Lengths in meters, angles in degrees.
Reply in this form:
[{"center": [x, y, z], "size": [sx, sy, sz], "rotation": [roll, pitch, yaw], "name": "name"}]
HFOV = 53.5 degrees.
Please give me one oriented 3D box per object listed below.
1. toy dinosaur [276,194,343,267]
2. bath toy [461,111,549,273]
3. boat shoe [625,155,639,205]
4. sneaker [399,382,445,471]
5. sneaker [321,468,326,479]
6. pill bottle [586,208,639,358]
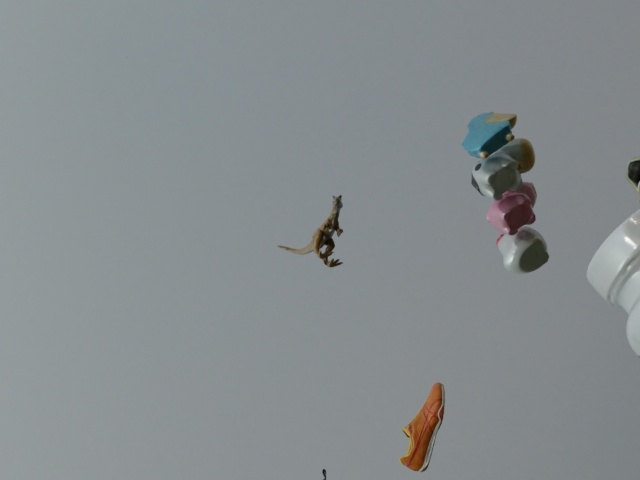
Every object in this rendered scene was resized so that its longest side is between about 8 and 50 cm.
[{"center": [0.000, 0.000, 1.231], "size": [0.064, 0.112, 0.211], "rotation": [13, -44, -32], "name": "toy dinosaur"}, {"center": [0.396, -0.092, 1.339], "size": [0.151, 0.129, 0.348], "rotation": [-28, -63, -8], "name": "bath toy"}, {"center": [0.583, -0.079, 1.055], "size": [0.103, 0.302, 0.113], "rotation": [9, -72, 12], "name": "boat shoe"}, {"center": [0.198, 0.354, 1.227], "size": [0.067, 0.064, 0.175], "rotation": [19, -113, 12], "name": "sneaker"}, {"center": [-0.018, 0.252, 0.622], "size": [0.069, 0.098, 0.038], "rotation": [-55, -21, -27], "name": "sneaker"}, {"center": [0.499, 0.120, 0.732], "size": [0.210, 0.363, 0.210], "rotation": [-20, -38, -17], "name": "pill bottle"}]
